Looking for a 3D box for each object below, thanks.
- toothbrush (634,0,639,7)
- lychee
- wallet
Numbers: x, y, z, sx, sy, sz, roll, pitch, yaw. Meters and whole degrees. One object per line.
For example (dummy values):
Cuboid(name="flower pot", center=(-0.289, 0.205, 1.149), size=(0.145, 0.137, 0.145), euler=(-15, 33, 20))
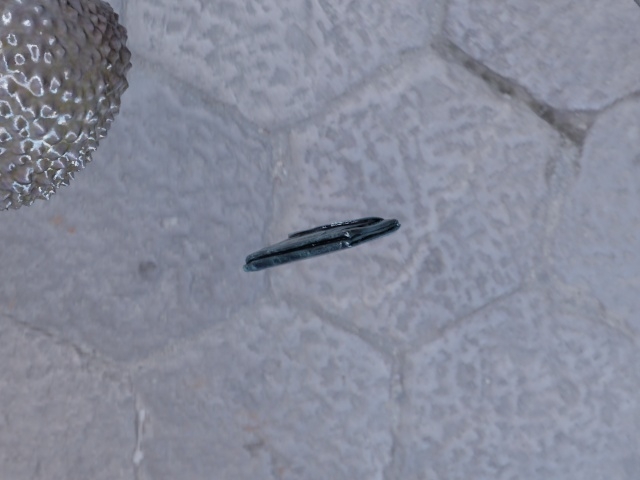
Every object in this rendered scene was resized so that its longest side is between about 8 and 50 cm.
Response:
Cuboid(name="toothbrush", center=(0.377, -0.280, 1.243), size=(0.025, 0.342, 0.030), euler=(-4, 126, -2))
Cuboid(name="lychee", center=(-0.498, -0.259, 1.722), size=(0.380, 0.380, 0.432), euler=(10, 103, -13))
Cuboid(name="wallet", center=(0.000, 0.000, 0.982), size=(0.129, 0.088, 0.026), euler=(-13, 93, 39))
